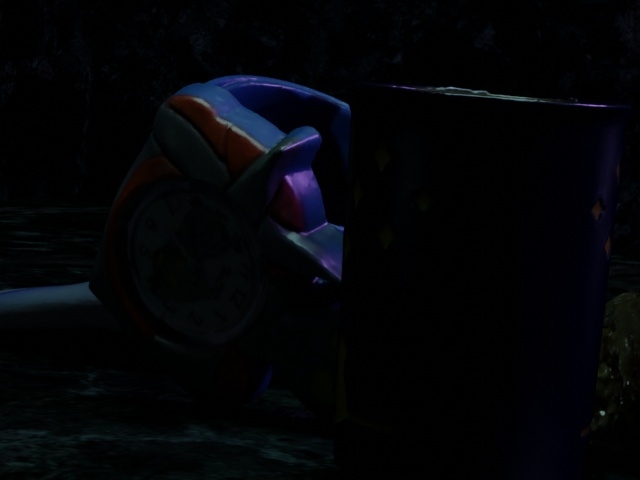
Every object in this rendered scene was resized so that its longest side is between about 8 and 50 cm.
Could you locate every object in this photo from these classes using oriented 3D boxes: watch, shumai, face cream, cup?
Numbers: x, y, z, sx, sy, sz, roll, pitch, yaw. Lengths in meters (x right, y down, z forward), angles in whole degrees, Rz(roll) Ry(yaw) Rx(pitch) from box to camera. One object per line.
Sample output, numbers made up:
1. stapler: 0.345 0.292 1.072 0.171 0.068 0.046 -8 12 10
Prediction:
1. watch: 0.000 0.000 1.322 0.305 0.241 0.274 35 29 9
2. shumai: 0.212 0.104 1.191 0.105 0.123 0.139 -11 25 -29
3. face cream: -0.191 0.063 1.569 0.420 0.137 0.235 -7 -1 35
4. cup: 0.107 0.028 1.084 0.178 0.256 0.255 6 8 15
